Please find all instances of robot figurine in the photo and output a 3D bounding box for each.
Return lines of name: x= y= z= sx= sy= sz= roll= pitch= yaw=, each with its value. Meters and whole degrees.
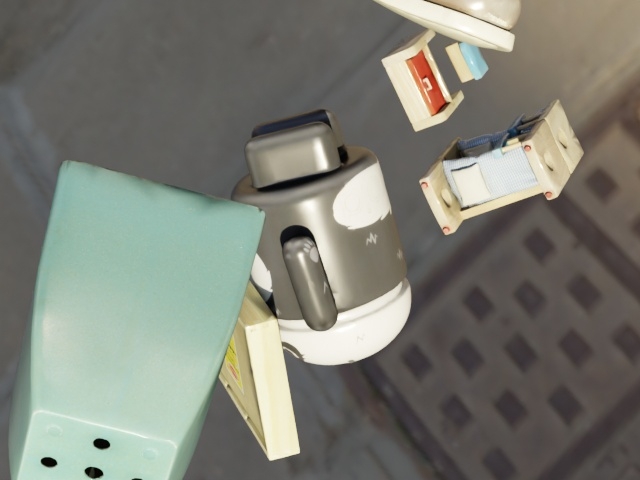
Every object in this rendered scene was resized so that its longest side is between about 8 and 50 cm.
robot figurine: x=-0.002 y=0.001 z=1.970 sx=0.173 sy=0.278 sz=0.209 roll=3 pitch=26 yaw=46

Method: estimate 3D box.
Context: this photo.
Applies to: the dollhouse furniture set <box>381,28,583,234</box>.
dollhouse furniture set: x=0.157 y=-0.125 z=1.795 sx=0.129 sy=0.184 sz=0.129 roll=-20 pitch=15 yaw=27

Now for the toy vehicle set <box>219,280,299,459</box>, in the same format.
toy vehicle set: x=-0.091 y=0.112 z=2.013 sx=0.035 sy=0.166 sz=0.267 roll=-15 pitch=26 yaw=-13

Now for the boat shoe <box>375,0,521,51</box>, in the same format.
boat shoe: x=0.052 y=-0.225 z=1.300 sx=0.097 sy=0.116 sz=0.324 roll=-62 pitch=34 yaw=9

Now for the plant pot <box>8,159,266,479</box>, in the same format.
plant pot: x=-0.150 y=0.091 z=1.356 sx=0.234 sy=0.165 sz=0.165 roll=-84 pitch=10 yaw=-48
